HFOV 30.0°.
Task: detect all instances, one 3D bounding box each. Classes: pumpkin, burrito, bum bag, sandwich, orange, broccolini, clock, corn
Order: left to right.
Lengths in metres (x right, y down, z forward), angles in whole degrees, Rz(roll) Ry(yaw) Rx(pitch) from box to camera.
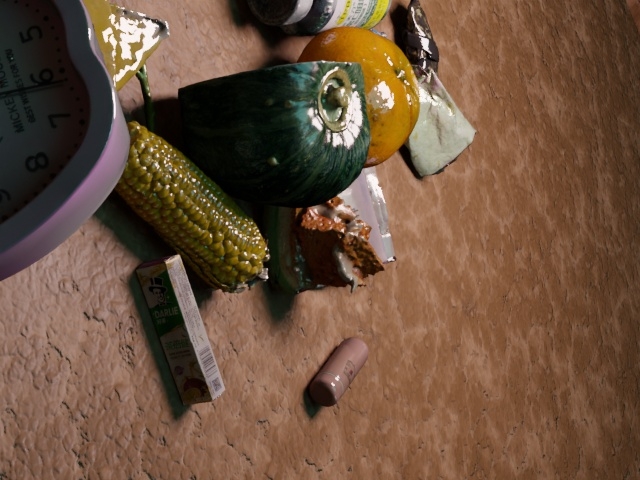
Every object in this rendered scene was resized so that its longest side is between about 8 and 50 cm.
[{"bbox_3d":[-0.360,-0.120,1.177,0.102,0.339,0.338,86,1,-78],"label":"clock"},{"bbox_3d":[-0.250,-0.214,1.606,0.054,0.052,0.194,-31,107,-53],"label":"broccolini"},{"bbox_3d":[-0.178,-0.042,1.617,0.318,0.115,0.115,49,43,-39],"label":"corn"},{"bbox_3d":[-0.062,-0.141,1.699,0.293,0.264,0.196,-11,96,-61],"label":"pumpkin"},{"bbox_3d":[-0.003,-0.009,1.823,0.109,0.160,0.184,-26,109,-53],"label":"sandwich"},{"bbox_3d":[0.062,-0.232,1.923,0.240,0.171,0.240,26,55,-45],"label":"orange"},{"bbox_3d":[0.193,-0.236,2.264,0.144,0.089,0.229,-43,128,-6],"label":"burrito"},{"bbox_3d":[0.200,-0.359,2.344,0.102,0.069,0.247,-45,123,-88],"label":"bum bag"}]

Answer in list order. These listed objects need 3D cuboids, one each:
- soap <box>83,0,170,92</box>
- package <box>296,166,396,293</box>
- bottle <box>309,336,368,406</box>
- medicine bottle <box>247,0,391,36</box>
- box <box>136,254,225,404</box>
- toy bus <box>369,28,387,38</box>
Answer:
[{"bbox_3d":[-0.304,-0.121,1.385,0.304,0.169,0.338,10,72,-46],"label":"soap"},{"bbox_3d":[0.020,-0.033,1.980,0.251,0.062,0.203,-16,94,-45],"label":"package"},{"bbox_3d":[0.031,0.210,1.916,0.140,0.053,0.053,-48,121,-51],"label":"bottle"},{"bbox_3d":[-0.004,-0.410,1.971,0.293,0.141,0.141,-19,97,-58],"label":"medicine bottle"},{"bbox_3d":[-0.187,0.121,1.604,0.041,0.050,0.207,-37,112,-59],"label":"box"},{"bbox_3d":[0.089,-0.368,2.201,0.083,0.038,0.045,14,73,-54],"label":"toy bus"}]
